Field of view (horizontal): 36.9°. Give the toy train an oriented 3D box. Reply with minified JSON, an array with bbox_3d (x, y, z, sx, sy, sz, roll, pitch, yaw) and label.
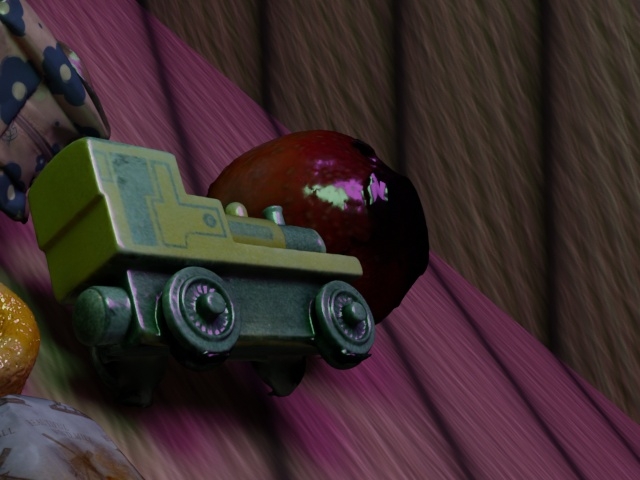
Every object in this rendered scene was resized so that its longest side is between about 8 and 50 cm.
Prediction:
[{"bbox_3d":[-0.097,0.037,0.980,0.369,0.150,0.237,8,56,-47],"label":"toy train"}]

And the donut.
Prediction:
[{"bbox_3d":[-0.293,0.075,0.778,0.152,0.058,0.152,35,17,-12],"label":"donut"}]

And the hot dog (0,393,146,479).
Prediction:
[{"bbox_3d":[-0.159,0.203,0.656,0.270,0.081,0.163,39,3,37],"label":"hot dog"}]

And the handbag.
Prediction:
[{"bbox_3d":[-0.351,-0.147,0.979,0.252,0.190,0.193,24,-25,50],"label":"handbag"}]

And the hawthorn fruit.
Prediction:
[{"bbox_3d":[-0.007,-0.009,1.249,0.316,0.316,0.316,35,14,-10],"label":"hawthorn fruit"}]
